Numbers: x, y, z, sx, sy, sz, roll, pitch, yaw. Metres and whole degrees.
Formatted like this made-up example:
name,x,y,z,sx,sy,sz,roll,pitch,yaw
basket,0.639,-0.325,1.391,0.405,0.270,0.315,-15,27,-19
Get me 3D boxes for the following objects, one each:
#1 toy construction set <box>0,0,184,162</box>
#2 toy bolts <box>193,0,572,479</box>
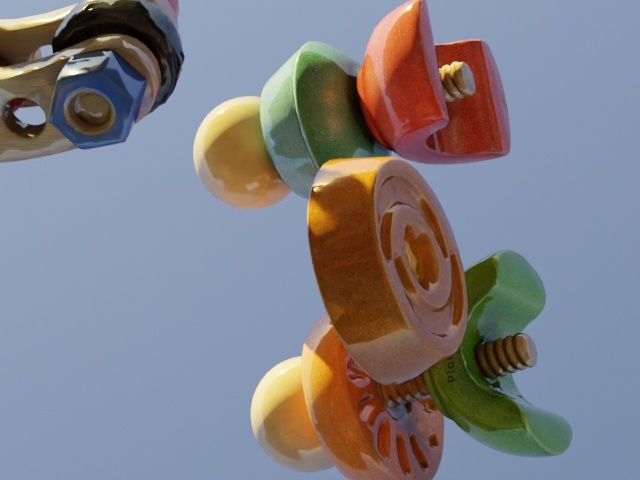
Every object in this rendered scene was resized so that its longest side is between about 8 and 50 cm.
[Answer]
name,x,y,z,sx,sy,sz,roll,pitch,yaw
toy construction set,-0.229,-0.112,0.752,0.237,0.257,0.308,-44,-139,32
toy bolts,0.000,0.000,0.769,0.159,0.218,0.228,-18,-114,26
